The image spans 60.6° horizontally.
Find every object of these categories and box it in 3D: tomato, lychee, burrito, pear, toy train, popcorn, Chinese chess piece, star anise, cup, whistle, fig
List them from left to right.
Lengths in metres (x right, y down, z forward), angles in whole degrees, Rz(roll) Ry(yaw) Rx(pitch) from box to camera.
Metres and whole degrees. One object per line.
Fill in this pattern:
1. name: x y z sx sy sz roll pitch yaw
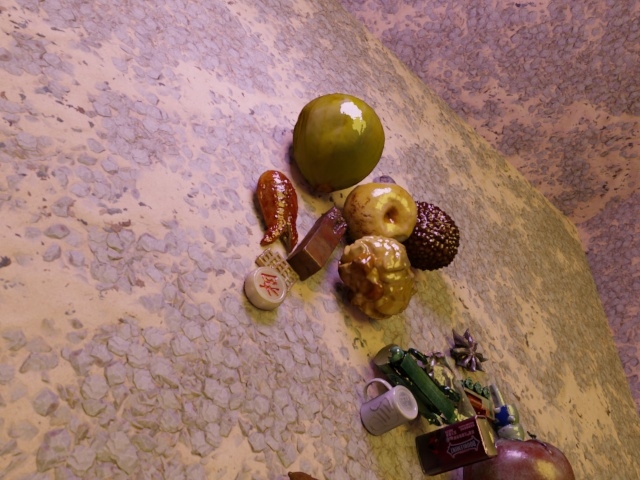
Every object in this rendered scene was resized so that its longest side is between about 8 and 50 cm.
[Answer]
1. Chinese chess piece: -0.150 0.131 1.499 0.122 0.051 0.122 29 42 -31
2. fig: 0.060 -0.329 1.907 0.344 0.343 0.343 29 42 -30
3. pear: 0.199 -0.090 1.907 0.271 0.271 0.271 29 42 -30
4. popcorn: 0.201 0.122 1.760 0.332 0.225 0.264 24 56 -57
5. cup: 0.178 0.461 1.522 0.136 0.133 0.099 44 33 -12
6. toy train: 0.278 0.436 1.637 0.307 0.190 0.126 49 59 -14
7. lychee: 0.399 -0.015 2.050 0.268 0.268 0.267 29 42 -30
8. burrito: 0.431 0.511 1.813 0.096 0.066 0.309 -27 82 -17
9. star anise: 0.543 0.410 2.034 0.205 0.061 0.180 1 66 -45
10. toy train: 0.529 0.550 1.899 0.176 0.074 0.118 31 47 -29
11. whistle: 0.656 0.632 1.950 0.092 0.110 0.244 -11 67 -15
12. tomato: 0.587 0.710 1.623 0.317 0.317 0.282 18 67 -39

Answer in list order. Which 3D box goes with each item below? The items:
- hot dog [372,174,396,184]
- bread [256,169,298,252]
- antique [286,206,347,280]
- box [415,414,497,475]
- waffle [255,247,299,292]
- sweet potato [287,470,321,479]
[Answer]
1. hot dog: 0.286 -0.163 2.225 0.131 0.069 0.252 6 53 -35
2. bread: -0.125 -0.097 1.682 0.140 0.095 0.268 10 58 -35
3. antique: 0.000 0.000 1.741 0.087 0.093 0.310 48 35 -9
4. box: 0.386 0.590 1.572 0.069 0.224 0.120 20 49 -39
5. waffle: -0.123 0.083 1.595 0.135 0.021 0.092 50 37 -7
6. sweet potato: 0.013 0.598 1.282 0.281 0.067 0.059 34 84 -24
